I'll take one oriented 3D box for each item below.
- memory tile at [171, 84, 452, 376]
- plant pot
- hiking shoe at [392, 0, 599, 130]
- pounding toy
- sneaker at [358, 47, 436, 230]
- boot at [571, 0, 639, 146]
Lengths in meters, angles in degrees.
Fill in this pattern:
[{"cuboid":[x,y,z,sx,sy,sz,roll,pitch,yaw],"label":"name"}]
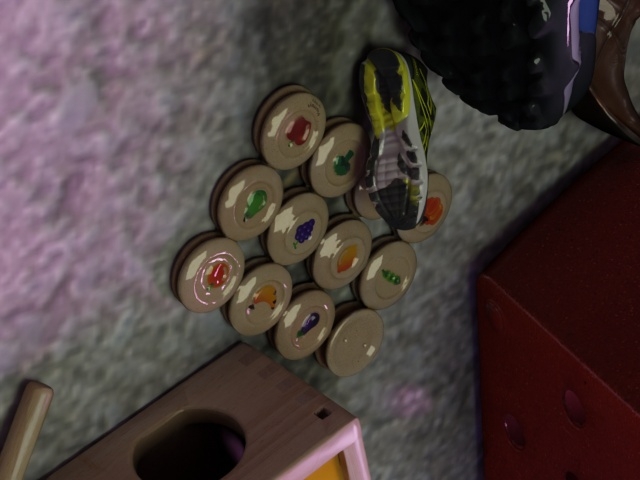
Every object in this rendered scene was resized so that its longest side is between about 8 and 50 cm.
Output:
[{"cuboid":[0.000,0.000,0.914,0.148,0.012,0.113,28,93,-50],"label":"memory tile"},{"cuboid":[0.227,0.089,1.028,0.236,0.267,0.267,-21,128,-20],"label":"plant pot"},{"cuboid":[0.096,-0.184,0.819,0.132,0.113,0.304,-32,133,-27],"label":"hiking shoe"},{"cuboid":[-0.076,0.142,0.863,0.206,0.094,0.181,-35,134,-26],"label":"pounding toy"},{"cuboid":[0.041,-0.047,0.896,0.035,0.031,0.083,-14,103,-53],"label":"sneaker"},{"cuboid":[0.161,-0.113,0.989,0.106,0.037,0.114,36,83,-48],"label":"boot"}]
